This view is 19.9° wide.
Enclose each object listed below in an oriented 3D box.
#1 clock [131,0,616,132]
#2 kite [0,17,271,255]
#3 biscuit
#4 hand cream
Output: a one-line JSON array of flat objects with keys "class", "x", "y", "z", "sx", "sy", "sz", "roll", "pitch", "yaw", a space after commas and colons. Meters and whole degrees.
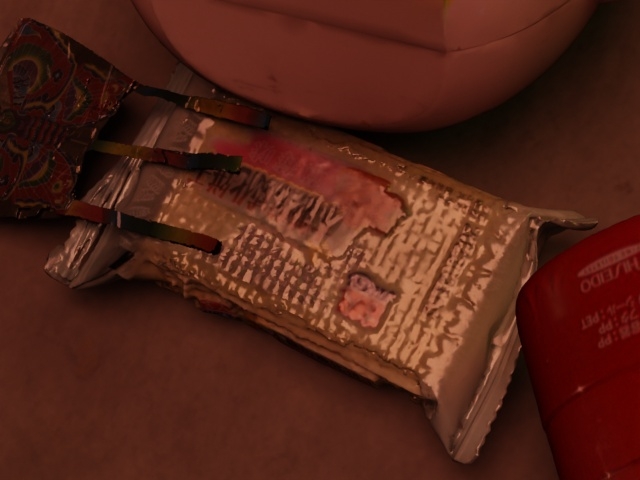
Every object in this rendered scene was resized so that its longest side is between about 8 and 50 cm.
[{"class": "clock", "x": 0.043, "y": -0.257, "z": 1.113, "sx": 0.368, "sy": 0.250, "sz": 0.376, "roll": 14, "pitch": 57, "yaw": 12}, {"class": "kite", "x": -0.142, "y": -0.058, "z": 1.163, "sx": 0.285, "sy": 0.015, "sz": 0.152, "roll": 16, "pitch": 77, "yaw": 42}, {"class": "biscuit", "x": -0.003, "y": 0.004, "z": 1.133, "sx": 0.309, "sy": 0.079, "sz": 0.186, "roll": 26, "pitch": 76, "yaw": 17}, {"class": "hand cream", "x": 0.225, "y": 0.068, "z": 0.986, "sx": 0.230, "sy": 0.230, "sz": 0.149, "roll": -16, "pitch": 73, "yaw": 6}]
